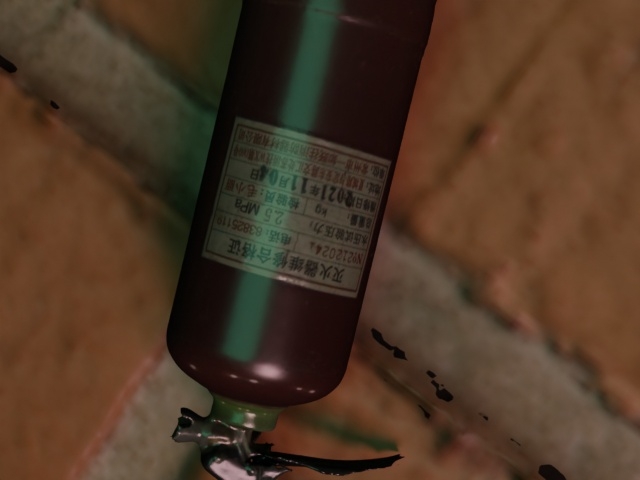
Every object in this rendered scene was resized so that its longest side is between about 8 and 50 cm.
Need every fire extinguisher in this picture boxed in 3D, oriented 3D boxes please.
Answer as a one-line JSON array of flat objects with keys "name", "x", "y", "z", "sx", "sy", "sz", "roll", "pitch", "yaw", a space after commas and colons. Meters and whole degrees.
[{"name": "fire extinguisher", "x": 0.000, "y": 0.000, "z": 0.519, "sx": 0.099, "sy": 0.071, "sz": 0.231, "roll": 11, "pitch": 93, "yaw": -10}]
